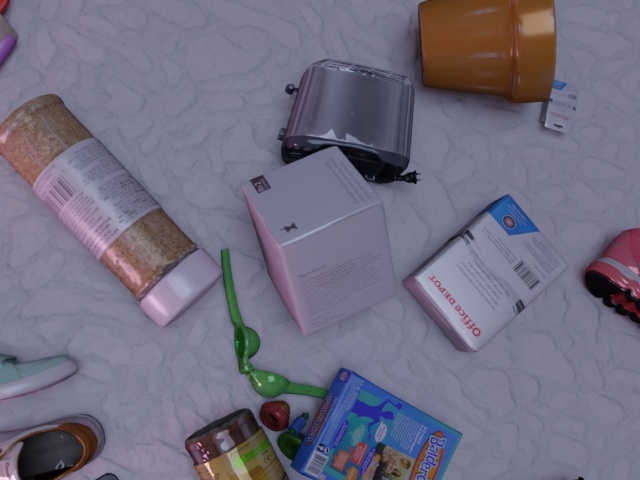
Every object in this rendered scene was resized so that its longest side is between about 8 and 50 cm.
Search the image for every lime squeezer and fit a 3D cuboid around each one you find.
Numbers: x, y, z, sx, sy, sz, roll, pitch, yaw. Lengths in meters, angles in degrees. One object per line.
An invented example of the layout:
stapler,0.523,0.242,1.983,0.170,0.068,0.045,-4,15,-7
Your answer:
lime squeezer,-0.077,0.157,1.148,0.110,0.059,0.310,-41,89,-12

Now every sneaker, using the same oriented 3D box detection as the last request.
sneaker,-0.440,0.303,1.038,0.290,0.123,0.105,-21,88,-10
sneaker,0.577,0.097,1.229,0.314,0.116,0.136,38,77,-2
sneaker,-0.470,0.149,1.068,0.256,0.094,0.151,-9,81,-11

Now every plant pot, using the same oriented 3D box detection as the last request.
plant pot,0.248,-0.309,1.204,0.188,0.205,0.205,-4,83,7

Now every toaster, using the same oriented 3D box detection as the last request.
toaster,0.054,-0.177,1.178,0.227,0.129,0.146,10,79,-6

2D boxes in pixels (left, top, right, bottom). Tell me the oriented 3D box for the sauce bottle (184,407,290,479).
sauce bottle,-0.065,0.406,1.089,0.111,0.111,0.344,-29,89,-12

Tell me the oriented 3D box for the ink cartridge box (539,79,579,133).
ink cartridge box,0.392,-0.216,1.286,0.048,0.028,0.083,16,80,-6

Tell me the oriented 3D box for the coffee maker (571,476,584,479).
coffee maker,0.323,0.449,1.152,0.178,0.120,0.171,-6,106,-9

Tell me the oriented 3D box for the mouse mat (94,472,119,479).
mouse mat,-0.308,0.445,1.097,0.153,0.007,0.189,-34,88,-12

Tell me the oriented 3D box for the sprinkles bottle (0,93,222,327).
sprinkles bottle,-0.299,-0.043,1.106,0.121,0.121,0.355,-43,90,-12

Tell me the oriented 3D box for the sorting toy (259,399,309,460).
sorting toy,-0.043,0.271,1.144,0.102,0.061,0.042,56,43,-6

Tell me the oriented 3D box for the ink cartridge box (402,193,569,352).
ink cartridge box,0.250,0.052,1.197,0.203,0.086,0.148,-39,90,-11

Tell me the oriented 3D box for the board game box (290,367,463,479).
board game box,0.084,0.303,1.134,0.210,0.047,0.160,32,78,-17

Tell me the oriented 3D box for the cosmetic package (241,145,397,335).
cosmetic package,0.000,0.000,1.092,0.152,0.183,0.151,-23,44,-11

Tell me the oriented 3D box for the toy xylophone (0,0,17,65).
toy xylophone,-0.587,-0.363,1.126,0.323,0.081,0.236,38,78,-2
